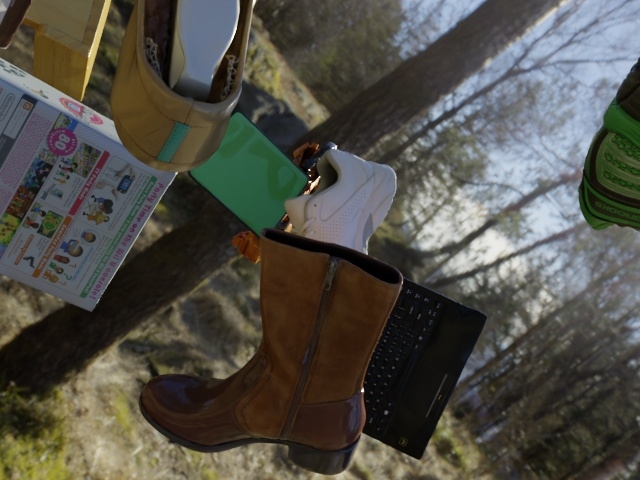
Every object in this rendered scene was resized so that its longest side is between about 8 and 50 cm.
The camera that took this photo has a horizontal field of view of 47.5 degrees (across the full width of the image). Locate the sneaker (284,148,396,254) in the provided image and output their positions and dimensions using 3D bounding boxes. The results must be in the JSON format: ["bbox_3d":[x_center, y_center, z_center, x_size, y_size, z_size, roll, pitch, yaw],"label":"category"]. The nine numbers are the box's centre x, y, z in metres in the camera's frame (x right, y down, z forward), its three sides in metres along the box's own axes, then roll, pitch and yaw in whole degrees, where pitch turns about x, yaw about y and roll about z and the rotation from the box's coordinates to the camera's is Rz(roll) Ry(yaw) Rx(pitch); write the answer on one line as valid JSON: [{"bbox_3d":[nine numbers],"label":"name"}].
[{"bbox_3d":[0.000,0.000,0.841,0.115,0.232,0.090,24,-19,-22],"label":"sneaker"}]

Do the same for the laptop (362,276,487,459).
[{"bbox_3d":[0.063,0.160,0.993,0.264,0.234,0.136,25,6,7],"label":"laptop"}]

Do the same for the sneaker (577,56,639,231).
[{"bbox_3d":[0.354,-0.003,0.522,0.343,0.134,0.146,32,-41,12],"label":"sneaker"}]

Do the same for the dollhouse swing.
[{"bbox_3d":[-0.643,-0.565,1.653,0.305,0.346,0.315,14,-21,-18],"label":"dollhouse swing"}]

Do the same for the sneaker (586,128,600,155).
[{"bbox_3d":[0.571,-0.082,1.082,0.350,0.131,0.148,10,4,-22],"label":"sneaker"}]

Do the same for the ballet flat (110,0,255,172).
[{"bbox_3d":[-0.056,-0.150,0.379,0.080,0.232,0.073,9,-18,-23],"label":"ballet flat"}]

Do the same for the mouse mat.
[{"bbox_3d":[-0.121,-0.112,1.261,0.190,0.152,0.007,43,-21,-20],"label":"mouse mat"}]

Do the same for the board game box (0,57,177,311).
[{"bbox_3d":[-0.369,-0.077,0.908,0.303,0.224,0.097,30,11,-24],"label":"board game box"}]

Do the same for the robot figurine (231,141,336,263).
[{"bbox_3d":[-0.064,-0.093,1.491,0.085,0.211,0.291,33,48,5],"label":"robot figurine"}]

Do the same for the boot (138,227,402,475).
[{"bbox_3d":[-0.067,0.116,0.770,0.264,0.280,0.096,17,35,12],"label":"boot"}]

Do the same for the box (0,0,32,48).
[{"bbox_3d":[-0.622,-0.484,1.120,0.191,0.143,0.381,-11,66,-50],"label":"box"}]
